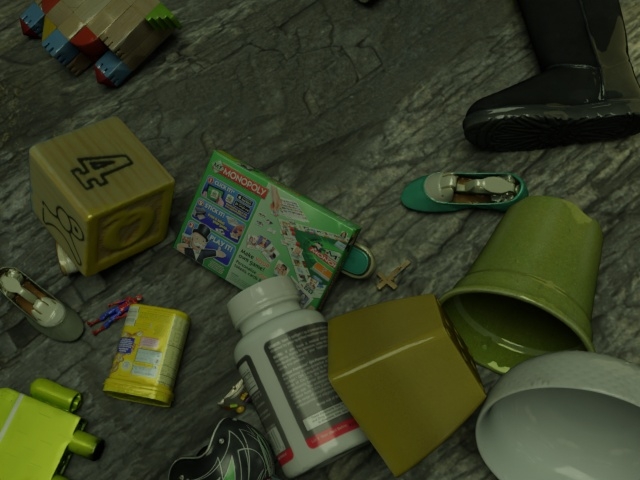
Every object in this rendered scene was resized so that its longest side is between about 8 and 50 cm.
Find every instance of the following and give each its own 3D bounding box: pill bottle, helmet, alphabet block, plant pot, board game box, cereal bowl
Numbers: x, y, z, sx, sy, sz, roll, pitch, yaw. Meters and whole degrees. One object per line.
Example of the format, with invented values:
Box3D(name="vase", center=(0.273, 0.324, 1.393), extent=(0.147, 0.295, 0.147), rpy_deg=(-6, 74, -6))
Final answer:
Box3D(name="pill bottle", center=(-0.043, 0.229, 1.372), extent=(0.176, 0.176, 0.319), rpy_deg=(-25, 73, -5))
Box3D(name="helmet", center=(-0.154, 0.390, 1.337), extent=(0.161, 0.169, 0.170), rpy_deg=(-29, 67, 11))
Box3D(name="alphabet block", center=(-0.416, -0.085, 1.512), extent=(0.193, 0.192, 0.197), rpy_deg=(-30, 68, -33))
Box3D(name="plant pot", center=(0.145, 0.210, 1.292), extent=(0.187, 0.212, 0.212), rpy_deg=(-30, 107, 11))
Box3D(name="board game box", center=(-0.106, -0.005, 1.502), extent=(0.317, 0.046, 0.214), rpy_deg=(30, 104, 16))
Box3D(name="plant pot", center=(0.372, 0.071, 1.387), extent=(0.276, 0.276, 0.254), rpy_deg=(22, 60, 13))
Box3D(name="cereal bowl", center=(0.425, 0.293, 1.255), extent=(0.338, 0.339, 0.141), rpy_deg=(19, 45, 12))

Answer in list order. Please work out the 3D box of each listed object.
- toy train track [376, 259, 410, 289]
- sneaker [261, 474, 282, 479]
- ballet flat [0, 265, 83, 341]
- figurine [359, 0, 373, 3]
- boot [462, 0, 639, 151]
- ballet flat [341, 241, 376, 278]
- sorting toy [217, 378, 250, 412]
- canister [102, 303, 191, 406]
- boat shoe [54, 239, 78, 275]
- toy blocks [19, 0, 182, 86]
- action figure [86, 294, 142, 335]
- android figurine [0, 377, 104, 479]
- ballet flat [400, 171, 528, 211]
Box3D(name="toy train track", center=(0.140, 0.067, 1.524), extent=(0.083, 0.014, 0.048), rpy_deg=(-40, 63, -17))
Box3D(name="sneaker", center=(0.001, 0.459, 1.274), extent=(0.261, 0.104, 0.125), rpy_deg=(32, 79, -22))
Box3D(name="ballet flat", center=(-0.549, 0.122, 1.532), extent=(0.213, 0.068, 0.072), rpy_deg=(34, 74, 16))
Box3D(name="figurine", center=(0.113, -0.659, 1.793), extent=(0.209, 0.092, 0.215), rpy_deg=(-39, 69, -19))
Box3D(name="boot", center=(0.441, -0.413, 1.620), extent=(0.366, 0.146, 0.446), rpy_deg=(-3, 70, -5))
Box3D(name="ballet flat", center=(0.000, 0.000, 1.531), extent=(0.248, 0.086, 0.086), rpy_deg=(31, 73, 15))
Box3D(name="sorting toy", center=(-0.147, 0.271, 1.431), extent=(0.045, 0.075, 0.083), rpy_deg=(38, 76, 18))
Box3D(name="canister", center=(-0.317, 0.211, 1.473), extent=(0.126, 0.073, 0.170), rpy_deg=(8, 67, 8))
Box3D(name="boat shoe", center=(-0.500, -0.010, 1.592), extent=(0.059, 0.063, 0.170), rpy_deg=(-12, 67, -14))
Box3D(name="toy blocks", center=(-0.504, -0.483, 1.738), extent=(0.261, 0.191, 0.381), rpy_deg=(-45, 70, -1))
Box3D(name="action figure", center=(-0.393, 0.139, 1.535), extent=(0.115, 0.030, 0.038), rpy_deg=(-32, 64, -10))
Box3D(name="android figurine", center=(-0.535, 0.370, 1.436), extent=(0.272, 0.056, 0.248), rpy_deg=(16, 70, 11))
Box3D(name="ballet flat", center=(0.278, -0.103, 1.540), extent=(0.247, 0.087, 0.083), rpy_deg=(1, 68, 6))
